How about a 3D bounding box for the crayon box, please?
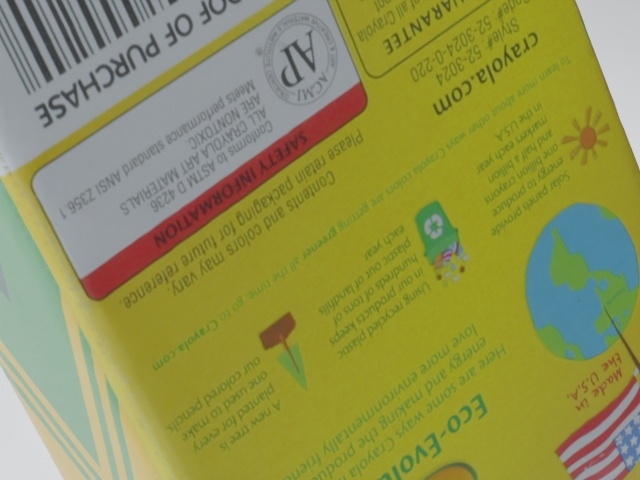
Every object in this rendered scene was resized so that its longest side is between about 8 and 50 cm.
[{"bbox_3d":[0.000,0.000,0.589,0.202,0.318,0.081,-36,-155,-28],"label":"crayon box"}]
